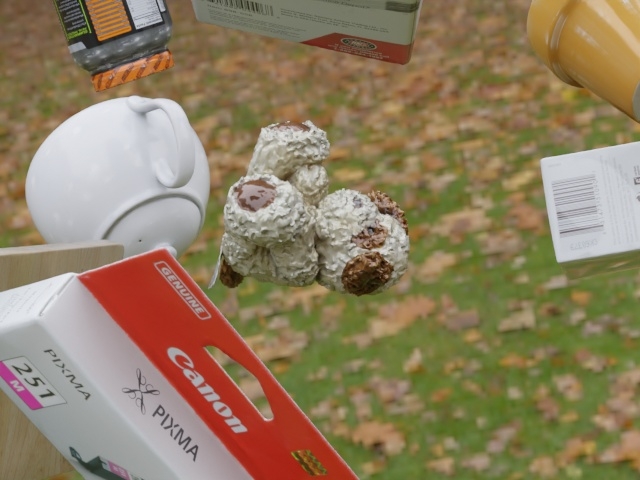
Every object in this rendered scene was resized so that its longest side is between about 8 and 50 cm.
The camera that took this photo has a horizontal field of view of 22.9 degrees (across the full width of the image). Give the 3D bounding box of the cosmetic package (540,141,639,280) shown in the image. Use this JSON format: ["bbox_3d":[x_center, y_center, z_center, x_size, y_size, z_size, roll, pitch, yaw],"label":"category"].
[{"bbox_3d":[0.400,-0.039,2.214,0.151,0.151,0.183,-10,-10,12],"label":"cosmetic package"}]

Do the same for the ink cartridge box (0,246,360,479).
[{"bbox_3d":[-0.126,0.141,1.254,0.239,0.275,0.060,-15,31,48],"label":"ink cartridge box"}]

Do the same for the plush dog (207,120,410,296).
[{"bbox_3d":[0.000,0.000,1.943,0.225,0.211,0.262,16,29,3],"label":"plush dog"}]

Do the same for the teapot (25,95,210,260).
[{"bbox_3d":[-0.232,-0.045,1.980,0.252,0.256,0.187,-37,58,2],"label":"teapot"}]

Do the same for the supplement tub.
[{"bbox_3d":[-0.229,-0.262,1.691,0.117,0.190,0.117,-17,9,3],"label":"supplement tub"}]

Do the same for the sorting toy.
[{"bbox_3d":[-0.331,0.125,1.673,0.089,0.257,0.255,14,9,24],"label":"sorting toy"}]

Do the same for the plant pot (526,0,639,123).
[{"bbox_3d":[0.387,-0.243,1.936,0.205,0.205,0.188,-17,48,-17],"label":"plant pot"}]

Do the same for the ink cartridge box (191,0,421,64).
[{"bbox_3d":[-0.007,-0.250,1.276,0.197,0.114,0.273,12,-9,3],"label":"ink cartridge box"}]
